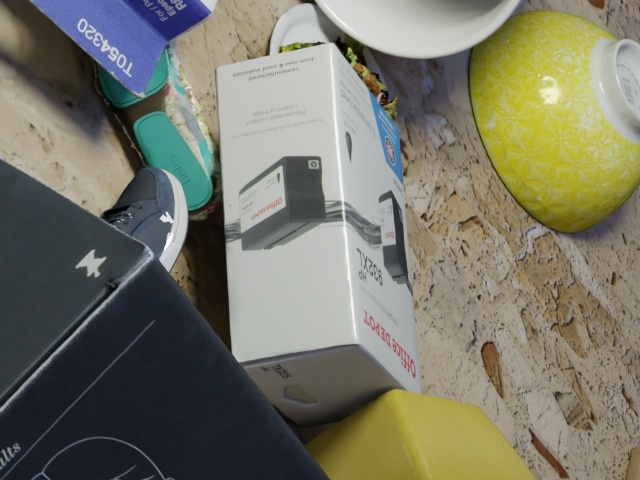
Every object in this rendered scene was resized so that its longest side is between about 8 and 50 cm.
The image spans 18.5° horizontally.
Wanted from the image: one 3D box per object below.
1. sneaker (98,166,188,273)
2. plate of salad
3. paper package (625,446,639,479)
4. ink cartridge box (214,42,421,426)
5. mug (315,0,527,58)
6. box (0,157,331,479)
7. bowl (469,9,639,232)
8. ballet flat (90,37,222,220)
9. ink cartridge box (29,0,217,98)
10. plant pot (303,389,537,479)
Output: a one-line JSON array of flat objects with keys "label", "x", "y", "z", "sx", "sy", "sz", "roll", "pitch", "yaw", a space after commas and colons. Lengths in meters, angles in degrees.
[{"label": "sneaker", "x": -0.207, "y": -0.009, "z": 1.739, "sx": 0.163, "sy": 0.086, "sz": 0.226, "roll": 43, "pitch": 45, "yaw": -33}, {"label": "plate of salad", "x": 0.021, "y": -0.167, "z": 2.129, "sx": 0.200, "sy": 0.048, "sz": 0.200, "roll": 27, "pitch": 53, "yaw": -41}, {"label": "paper package", "x": 0.480, "y": 0.428, "z": 2.300, "sx": 0.309, "sy": 0.168, "sz": 0.325, "roll": 48, "pitch": 42, "yaw": -25}, {"label": "ink cartridge box", "x": 0.000, "y": 0.000, "z": 1.898, "sx": 0.223, "sy": 0.129, "sz": 0.307, "roll": 47, "pitch": 35, "yaw": -63}, {"label": "mug", "x": 0.194, "y": -0.390, "z": 2.191, "sx": 0.328, "sy": 0.374, "sz": 0.276, "roll": -47, "pitch": 123, "yaw": -59}, {"label": "box", "x": -0.179, "y": 0.195, "z": 1.398, "sx": 0.293, "sy": 0.212, "sz": 0.395, "roll": -46, "pitch": 132, "yaw": -14}, {"label": "bowl", "x": 0.331, "y": -0.167, "z": 2.422, "sx": 0.289, "sy": 0.156, "sz": 0.289, "roll": 25, "pitch": 55, "yaw": -42}, {"label": "ballet flat", "x": -0.158, "y": -0.132, "z": 1.883, "sx": 0.077, "sy": 0.091, "sz": 0.241, "roll": -47, "pitch": 117, "yaw": -83}, {"label": "ink cartridge box", "x": -0.199, "y": -0.353, "z": 1.789, "sx": 0.324, "sy": 0.071, "sz": 0.330, "roll": 42, "pitch": 48, "yaw": -31}, {"label": "plant pot", "x": 0.088, "y": 0.263, "z": 1.887, "sx": 0.212, "sy": 0.212, "sz": 0.187, "roll": 16, "pitch": 47, "yaw": -46}]
